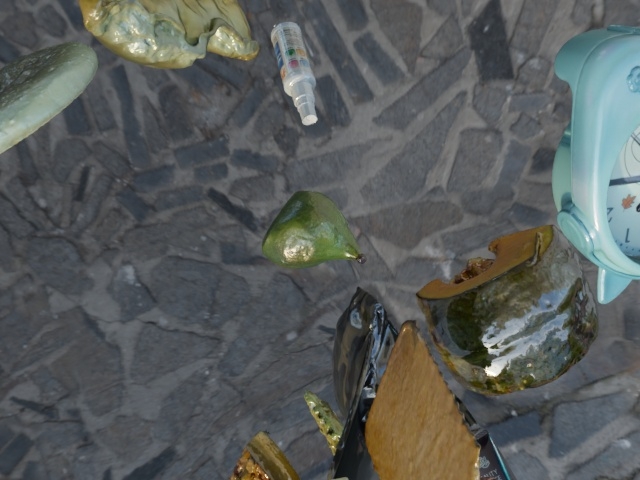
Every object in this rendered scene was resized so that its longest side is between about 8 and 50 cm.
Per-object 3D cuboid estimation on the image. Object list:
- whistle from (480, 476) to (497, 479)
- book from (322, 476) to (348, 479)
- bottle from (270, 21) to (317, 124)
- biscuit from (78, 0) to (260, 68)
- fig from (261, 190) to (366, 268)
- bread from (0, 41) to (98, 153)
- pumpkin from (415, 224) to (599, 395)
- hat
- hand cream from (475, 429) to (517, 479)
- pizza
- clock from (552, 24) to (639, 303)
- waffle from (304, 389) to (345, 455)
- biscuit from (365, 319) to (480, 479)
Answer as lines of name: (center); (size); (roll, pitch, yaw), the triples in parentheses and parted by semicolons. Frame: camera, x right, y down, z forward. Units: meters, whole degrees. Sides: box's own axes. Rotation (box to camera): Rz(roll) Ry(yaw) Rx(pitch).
whistle: (0.362, 0.536, 1.470); (0.346, 0.142, 0.134); (24, 96, -36)
book: (-0.069, 0.297, 0.739); (0.198, 0.016, 0.138); (-5, 113, -8)
bottle: (-0.041, -0.292, 1.352); (0.060, 0.060, 0.217); (-17, 57, 2)
biscuit: (-0.196, -0.314, 0.964); (0.078, 0.335, 0.329); (-25, 49, 27)
fig: (0.000, 0.000, 1.806); (0.235, 0.203, 0.203); (29, 86, 5)
bread: (-0.231, -0.122, 0.611); (0.112, 0.193, 0.036); (-23, 122, 12)
pumpkin: (0.347, 0.131, 1.411); (0.303, 0.256, 0.225); (-36, 104, -9)
hat: (0.068, 0.282, 1.170); (0.382, 0.257, 0.366); (-48, 121, -22)
hand cream: (0.419, 0.580, 1.786); (0.120, 0.061, 0.270); (-42, 72, 33)
pizza: (-0.063, 0.281, 0.841); (0.131, 0.041, 0.178); (10, 118, 37)
clock: (0.330, -0.072, 0.761); (0.223, 0.094, 0.274); (-5, 113, -16)
waffle: (0.046, 0.437, 1.674); (0.054, 0.204, 0.223); (-30, 46, -11)
biscuit: (0.110, 0.239, 0.861); (0.013, 0.237, 0.232); (-3, 42, -19)
